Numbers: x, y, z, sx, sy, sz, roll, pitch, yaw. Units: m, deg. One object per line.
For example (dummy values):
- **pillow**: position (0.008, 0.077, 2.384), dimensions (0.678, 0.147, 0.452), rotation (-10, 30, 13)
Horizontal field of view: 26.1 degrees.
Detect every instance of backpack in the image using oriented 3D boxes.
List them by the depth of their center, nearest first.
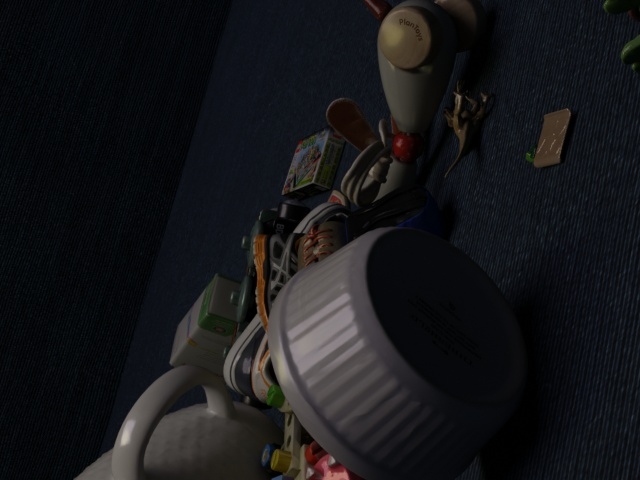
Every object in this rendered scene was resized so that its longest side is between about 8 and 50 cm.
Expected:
- **backpack**: position (0.105, -0.013, 1.798), dimensions (0.120, 0.101, 0.098), rotation (-31, 32, 14)

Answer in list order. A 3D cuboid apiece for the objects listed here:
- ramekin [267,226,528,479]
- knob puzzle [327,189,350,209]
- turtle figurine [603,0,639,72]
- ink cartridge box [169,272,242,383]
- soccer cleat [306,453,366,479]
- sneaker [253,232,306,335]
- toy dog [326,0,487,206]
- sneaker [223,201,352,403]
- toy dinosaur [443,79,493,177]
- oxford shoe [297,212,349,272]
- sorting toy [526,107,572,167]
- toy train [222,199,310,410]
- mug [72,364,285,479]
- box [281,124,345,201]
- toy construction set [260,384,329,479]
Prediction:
- **ramekin**: position (0.091, 0.108, 1.399), dimensions (0.127, 0.272, 0.273), rotation (-43, 28, 36)
- **knob puzzle**: position (0.000, 0.000, 2.288), dimensions (0.213, 0.030, 0.213), rotation (-161, 90, -76)
- **turtle figurine**: position (0.259, -0.294, 1.359), dimensions (0.198, 0.274, 0.266), rotation (103, 166, -49)
- **ink cartridge box**: position (-0.154, 0.162, 2.391), dimensions (0.212, 0.154, 0.093), rotation (128, 157, -51)
- **soccer cleat**: position (0.047, 0.361, 1.594), dimensions (0.083, 0.095, 0.248), rotation (-34, 53, 32)
- **sneaker**: position (-0.043, 0.072, 1.929), dimensions (0.084, 0.083, 0.215), rotation (65, -166, -55)
- **toy dog**: position (0.091, -0.208, 1.903), dimensions (0.220, 0.161, 0.334), rotation (14, -75, -62)
- **sneaker**: position (-0.010, 0.099, 2.025), dimensions (0.127, 0.126, 0.321), rotation (18, 77, 47)
- **toy dinosaur**: position (0.189, -0.149, 1.787), dimensions (0.183, 0.053, 0.093), rotation (-84, 3, -63)
- **oxford shoe**: position (0.001, 0.049, 1.803), dimensions (0.123, 0.130, 0.348), rotation (-22, 7, 11)
- **sorting toy**: position (0.255, -0.111, 1.543), dimensions (0.083, 0.012, 0.062), rotation (169, 114, -69)
- **toy train**: position (-0.077, 0.100, 2.192), dimensions (0.190, 0.142, 0.334), rotation (-172, 92, -82)
- **mug**: position (-0.192, 0.343, 1.894), dimensions (0.328, 0.276, 0.374), rotation (-40, -43, -41)
- **box**: position (-0.011, -0.138, 2.490), dimensions (0.207, 0.036, 0.114), rotation (165, 124, -72)
- **toy construction set**: position (-0.011, 0.278, 1.782), dimensions (0.215, 0.151, 0.328), rotation (-56, 10, 44)
